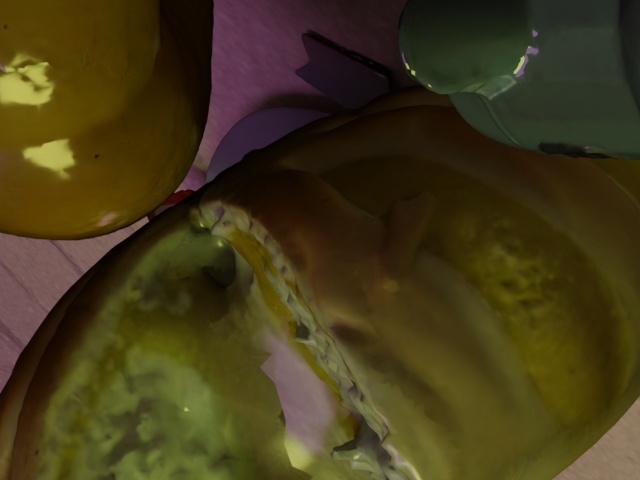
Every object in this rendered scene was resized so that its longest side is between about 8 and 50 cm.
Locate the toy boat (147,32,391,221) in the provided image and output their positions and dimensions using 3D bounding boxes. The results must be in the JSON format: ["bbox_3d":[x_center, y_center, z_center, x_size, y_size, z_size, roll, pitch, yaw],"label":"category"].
[{"bbox_3d":[-0.020,-0.003,0.908,0.219,0.072,0.318,22,149,30],"label":"toy boat"}]

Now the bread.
[{"bbox_3d":[-0.002,0.040,0.667,0.160,0.333,0.333,57,156,-5],"label":"bread"}]

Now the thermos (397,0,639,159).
[{"bbox_3d":[0.167,-0.062,0.375,0.286,0.182,0.145,6,108,42],"label":"thermos"}]

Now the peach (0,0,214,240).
[{"bbox_3d":[-0.117,-0.119,0.641,0.251,0.153,0.251,163,90,-85],"label":"peach"}]
